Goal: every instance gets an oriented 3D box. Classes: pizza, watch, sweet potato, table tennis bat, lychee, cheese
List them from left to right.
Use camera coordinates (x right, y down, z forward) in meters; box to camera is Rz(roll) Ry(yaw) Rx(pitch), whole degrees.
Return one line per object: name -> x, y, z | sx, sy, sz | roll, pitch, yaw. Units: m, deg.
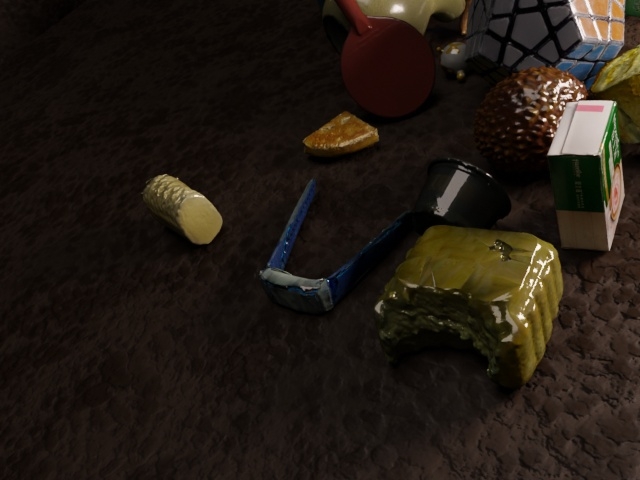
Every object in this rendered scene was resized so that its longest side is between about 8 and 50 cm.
cheese -> -0.285, -0.067, 1.560 | 0.094, 0.123, 0.167 | -40, 38, -19
watch -> -0.012, 0.001, 1.383 | 0.276, 0.068, 0.274 | 20, 55, 43
pizza -> 0.052, -0.223, 1.634 | 0.175, 0.046, 0.134 | 1, 45, 28
table tennis bat -> 0.124, -0.409, 1.646 | 0.200, 0.310, 0.038 | -32, -2, 9
sweet potato -> 0.378, -0.563, 1.868 | 0.065, 0.051, 0.218 | -5, 40, 44
lychee -> 0.380, -0.211, 1.337 | 0.238, 0.200, 0.200 | 4, 44, 49

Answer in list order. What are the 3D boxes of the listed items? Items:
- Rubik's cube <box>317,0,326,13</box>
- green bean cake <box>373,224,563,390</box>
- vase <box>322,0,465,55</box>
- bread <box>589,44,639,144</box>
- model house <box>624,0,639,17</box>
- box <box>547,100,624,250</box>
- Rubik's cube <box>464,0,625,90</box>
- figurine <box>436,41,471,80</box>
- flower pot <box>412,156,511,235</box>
Rubik's cube -> 0.152, -0.771, 2.002 | 0.344, 0.337, 0.344 | -28, 37, -7
green bean cake -> 0.216, 0.088, 1.113 | 0.236, 0.124, 0.233 | 7, 47, 33
vase -> 0.154, -0.577, 1.763 | 0.302, 0.329, 0.241 | -38, 44, -9
bread -> 0.583, -0.271, 1.326 | 0.186, 0.124, 0.257 | -18, 18, 32
model house -> 0.699, -0.552, 1.657 | 0.088, 0.117, 0.167 | -26, 33, -30
box -> 0.413, -0.098, 1.171 | 0.081, 0.199, 0.135 | 7, 49, 30
Rubik's cube -> 0.436, -0.421, 1.493 | 0.319, 0.319, 0.264 | -24, 64, 0
figurine -> 0.333, -0.400, 1.691 | 0.143, 0.068, 0.101 | 33, 70, 29
flower pot -> 0.224, -0.048, 1.266 | 0.157, 0.157, 0.106 | 20, 69, 42
